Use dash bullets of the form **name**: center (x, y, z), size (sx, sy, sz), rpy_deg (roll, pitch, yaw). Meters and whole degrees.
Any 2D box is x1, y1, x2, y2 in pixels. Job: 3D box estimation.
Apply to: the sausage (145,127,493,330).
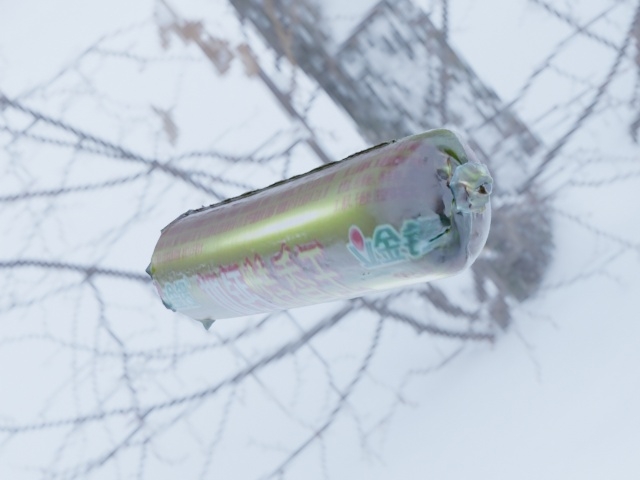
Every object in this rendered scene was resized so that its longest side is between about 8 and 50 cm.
- **sausage**: center (0.000, 0.000, 0.838), size (0.082, 0.082, 0.371), rpy_deg (-48, 13, -20)
